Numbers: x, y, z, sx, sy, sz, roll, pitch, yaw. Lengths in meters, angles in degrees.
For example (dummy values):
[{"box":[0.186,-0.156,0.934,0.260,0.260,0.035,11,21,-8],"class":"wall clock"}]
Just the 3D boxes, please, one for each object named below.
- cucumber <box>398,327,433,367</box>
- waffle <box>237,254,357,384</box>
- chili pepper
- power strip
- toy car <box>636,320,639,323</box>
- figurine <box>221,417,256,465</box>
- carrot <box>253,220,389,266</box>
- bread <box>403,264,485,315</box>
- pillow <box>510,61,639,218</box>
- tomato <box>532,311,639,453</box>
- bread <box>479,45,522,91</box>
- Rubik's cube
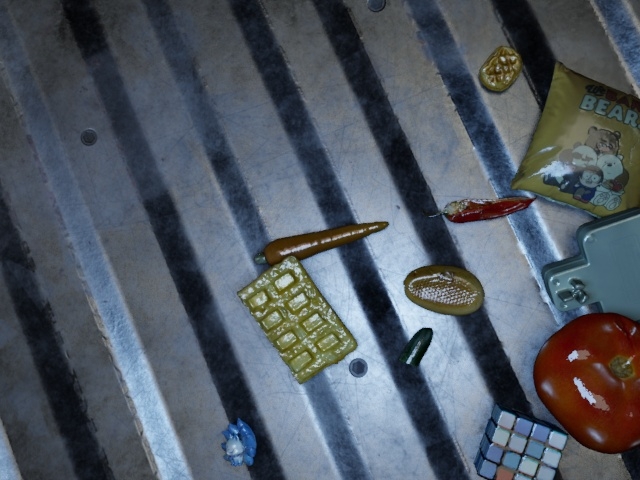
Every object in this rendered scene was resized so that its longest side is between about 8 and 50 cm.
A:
[{"box":[0.226,0.245,1.714,0.048,0.048,0.105,31,88,8],"class":"cucumber"},{"box":[-0.053,0.184,1.726,0.168,0.057,0.274,-35,93,1],"class":"waffle"},{"box":[0.372,-0.071,1.732,0.267,0.059,0.051,-7,122,3],"class":"chili pepper"},{"box":[0.630,0.076,1.618,0.260,0.141,0.230,-19,100,10],"class":"power strip"},{"box":[0.779,0.221,1.628,0.126,0.098,0.162,-29,84,1],"class":"toy car"},{"box":[-0.190,0.469,1.723,0.114,0.079,0.114,6,97,51],"class":"figurine"},{"box":[0.000,0.000,1.760,0.335,0.069,0.069,-17,83,1],"class":"carrot"},{"box":[0.285,0.112,1.708,0.189,0.077,0.114,11,106,7],"class":"bread"},{"box":[0.623,-0.207,1.676,0.310,0.119,0.313,23,93,9],"class":"pillow"},{"box":[0.599,0.308,1.566,0.298,0.226,0.299,4,63,-7],"class":"tomato"},{"box":[0.431,-0.408,1.759,0.083,0.044,0.111,38,91,5],"class":"bread"},{"box":[0.434,0.458,1.615,0.151,0.154,0.155,22,86,9],"class":"Rubik's cube"}]
